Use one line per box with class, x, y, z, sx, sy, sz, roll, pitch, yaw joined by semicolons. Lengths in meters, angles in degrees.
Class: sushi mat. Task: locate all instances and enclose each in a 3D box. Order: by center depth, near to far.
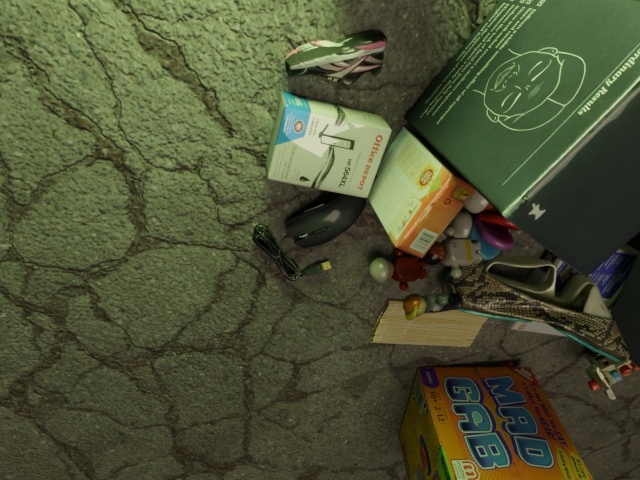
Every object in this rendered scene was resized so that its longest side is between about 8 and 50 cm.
sushi mat;0.303;0.233;1.204;0.317;0.019;0.151;6;123;-15

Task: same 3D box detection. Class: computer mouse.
computer mouse;0.000;0.000;0.961;0.262;0.060;0.184;-26;124;7

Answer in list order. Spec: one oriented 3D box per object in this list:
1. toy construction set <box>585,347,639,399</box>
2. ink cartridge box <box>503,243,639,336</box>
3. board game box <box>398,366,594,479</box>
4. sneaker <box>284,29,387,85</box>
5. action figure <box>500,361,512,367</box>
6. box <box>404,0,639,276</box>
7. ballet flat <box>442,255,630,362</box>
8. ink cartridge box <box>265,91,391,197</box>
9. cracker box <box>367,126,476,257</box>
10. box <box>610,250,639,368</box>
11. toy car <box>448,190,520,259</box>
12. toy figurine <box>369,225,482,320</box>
toy construction set;0.934;0.370;1.300;0.328;0.215;0.151;-16;124;0
ink cartridge box;0.702;0.133;1.188;0.308;0.072;0.303;9;120;-19
board game box;0.464;0.626;1.275;0.357;0.356;0.355;2;124;-5
sneaker;0.030;-0.302;0.761;0.179;0.071;0.077;-10;135;2
action figure;0.569;0.424;1.380;0.038;0.030;0.115;18;116;-18
box;0.360;-0.196;0.698;0.212;0.395;0.293;29;114;-26
ballet flat;0.546;0.143;1.059;0.484;0.164;0.181;18;100;0
ink cartridge box;0.012;-0.177;0.828;0.203;0.085;0.148;8;121;-16
cracker box;0.173;-0.098;0.824;0.067;0.232;0.155;21;117;-25
box;0.946;0.139;1.113;0.313;0.179;0.343;-21;131;-15
toy car;0.381;-0.036;0.966;0.159;0.136;0.181;13;120;-20
toy figurine;0.215;0.045;0.942;0.148;0.209;0.212;1;122;-24
